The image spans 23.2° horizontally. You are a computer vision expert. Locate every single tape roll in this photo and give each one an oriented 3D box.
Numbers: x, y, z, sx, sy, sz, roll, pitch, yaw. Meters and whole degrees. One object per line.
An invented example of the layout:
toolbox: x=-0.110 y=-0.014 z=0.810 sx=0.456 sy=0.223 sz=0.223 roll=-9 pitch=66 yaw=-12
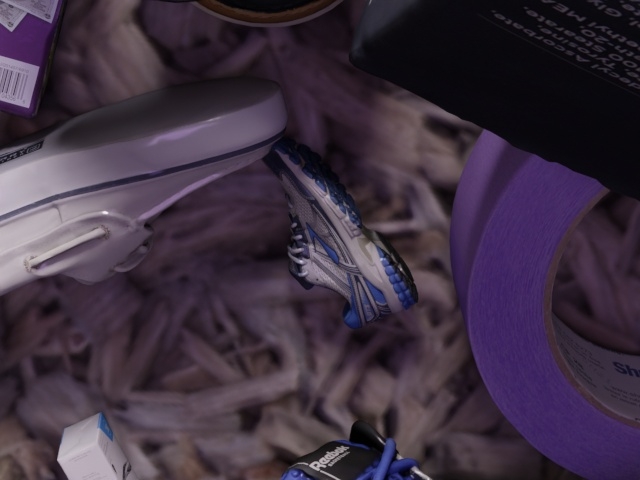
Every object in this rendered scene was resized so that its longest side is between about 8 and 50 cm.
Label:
tape roll: x=0.216 y=0.012 z=0.905 sx=0.275 sy=0.090 sz=0.274 roll=-1 pitch=117 yaw=-2

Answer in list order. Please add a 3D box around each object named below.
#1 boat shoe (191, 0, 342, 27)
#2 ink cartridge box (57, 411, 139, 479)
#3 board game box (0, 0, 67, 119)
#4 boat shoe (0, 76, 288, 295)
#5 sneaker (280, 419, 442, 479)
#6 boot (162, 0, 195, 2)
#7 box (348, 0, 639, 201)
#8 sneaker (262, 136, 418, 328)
boat shoe: x=-0.001 y=-0.348 z=0.774 sx=0.187 sy=0.156 sz=0.500 roll=8 pitch=105 yaw=-4
ink cartridge box: x=-0.130 y=0.155 z=0.970 sx=0.028 sy=0.048 sz=0.083 roll=-24 pitch=108 yaw=4
board game box: x=-0.298 y=-0.212 z=0.851 sx=0.347 sy=0.056 sz=0.208 roll=16 pitch=109 yaw=-8
boat shoe: x=-0.138 y=-0.016 z=0.896 sx=0.268 sy=0.096 sz=0.088 roll=-20 pitch=111 yaw=4
sneaker: x=0.068 y=0.191 z=0.916 sx=0.316 sy=0.127 sz=0.182 roll=-26 pitch=99 yaw=37
boot: x=-0.152 y=-0.248 z=0.742 sx=0.118 sy=0.338 sz=0.222 roll=-18 pitch=129 yaw=-33
box: x=0.268 y=-0.261 z=0.583 sx=0.297 sy=0.472 sz=0.479 roll=22 pitch=82 yaw=-8
sneaker: x=0.000 y=0.000 z=0.931 sx=0.058 sy=0.052 sz=0.135 roll=-35 pitch=105 yaw=11
